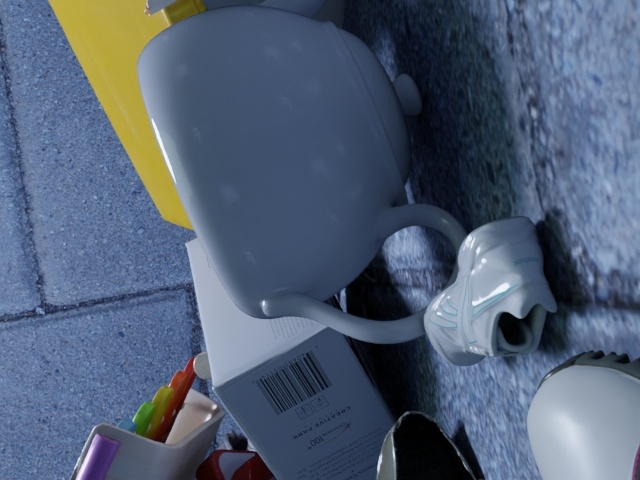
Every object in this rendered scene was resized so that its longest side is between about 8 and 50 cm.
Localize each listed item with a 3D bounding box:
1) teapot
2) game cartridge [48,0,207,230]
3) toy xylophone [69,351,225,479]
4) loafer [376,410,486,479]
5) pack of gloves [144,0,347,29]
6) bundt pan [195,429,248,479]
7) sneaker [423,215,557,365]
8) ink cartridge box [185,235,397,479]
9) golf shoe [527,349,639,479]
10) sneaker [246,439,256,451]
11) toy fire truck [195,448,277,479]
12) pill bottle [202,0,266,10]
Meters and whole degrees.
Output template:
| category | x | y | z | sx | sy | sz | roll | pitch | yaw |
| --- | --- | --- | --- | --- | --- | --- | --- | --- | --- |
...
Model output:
| category | x | y | z | sx | sy | sz | roll | pitch | yaw |
| --- | --- | --- | --- | --- | --- | --- | --- | --- | --- |
| teapot | -0.010 | -0.071 | 0.690 | 0.252 | 0.187 | 0.256 | -109 | -2 | -74 |
| game cartridge | -0.156 | -0.143 | 0.954 | 0.285 | 0.053 | 0.323 | 17 | 136 | 53 |
| toy xylophone | -0.174 | 0.219 | 1.028 | 0.322 | 0.081 | 0.236 | 72 | -136 | -81 |
| loafer | 0.088 | 0.224 | 0.672 | 0.251 | 0.094 | 0.087 | -113 | 13 | -56 |
| pack of gloves | -0.066 | -0.223 | 0.777 | 0.046 | 0.232 | 0.195 | 39 | 144 | 25 |
| bundt pan | -0.088 | 0.466 | 1.434 | 0.331 | 0.124 | 0.331 | 50 | 179 | 2 |
| sneaker | 0.100 | 0.049 | 0.552 | 0.152 | 0.054 | 0.061 | 97 | 158 | -59 |
| ink cartridge box | -0.016 | 0.139 | 1.000 | 0.272 | 0.130 | 0.309 | 61 | -179 | -29 |
| golf shoe | 0.121 | 0.143 | 0.332 | 0.273 | 0.120 | 0.105 | -111 | 13 | -55 |
| sneaker | -0.082 | 0.288 | 1.432 | 0.225 | 0.088 | 0.092 | -150 | 56 | -76 |
| toy fire truck | -0.023 | 0.380 | 1.035 | 0.254 | 0.169 | 0.302 | 20 | -148 | -49 |
| pill bottle | -0.189 | -0.324 | 1.070 | 0.361 | 0.204 | 0.204 | 22 | 125 | 49 |
